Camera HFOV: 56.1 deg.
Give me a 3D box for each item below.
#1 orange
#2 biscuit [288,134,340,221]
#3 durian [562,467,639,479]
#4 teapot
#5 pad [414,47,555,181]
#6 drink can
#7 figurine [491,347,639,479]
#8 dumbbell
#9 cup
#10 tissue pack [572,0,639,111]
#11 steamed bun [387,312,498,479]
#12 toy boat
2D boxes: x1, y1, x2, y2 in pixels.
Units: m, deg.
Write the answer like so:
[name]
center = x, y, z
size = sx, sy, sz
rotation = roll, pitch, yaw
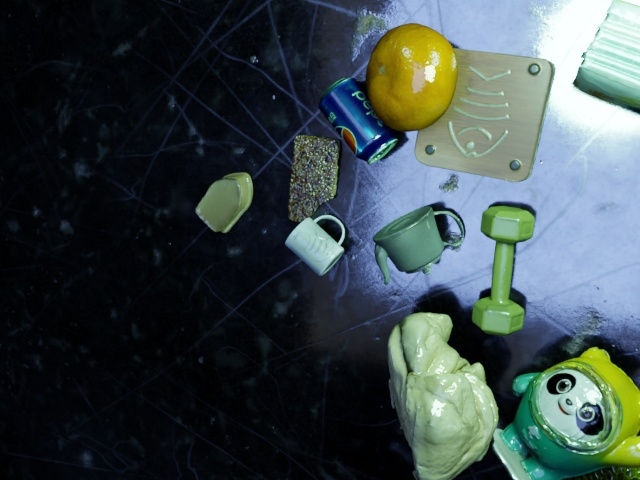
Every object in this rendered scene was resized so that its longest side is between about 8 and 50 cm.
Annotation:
[orange]
center = 0.210, -0.369, 1.370
size = 0.240, 0.171, 0.240
rotation = 7, 100, 52
[biscuit]
center = -0.020, -0.158, 1.599
size = 0.131, 0.026, 0.236
rotation = 11, 104, 22
[durian]
center = 0.711, 0.616, 1.391
size = 0.356, 0.157, 0.169
rotation = 3, 118, 22
[teapot]
center = 0.241, 0.014, 1.469
size = 0.239, 0.162, 0.149
rotation = -30, 98, -5
[pad]
center = 0.378, -0.296, 1.415
size = 0.287, 0.018, 0.283
rotation = 14, 106, 21
[drink can]
center = 0.093, -0.294, 1.476
size = 0.118, 0.118, 0.205
rotation = -41, 84, 24
[figurine]
center = 0.575, 0.415, 1.372
size = 0.340, 0.231, 0.323
rotation = -48, 45, 19
[dumbbell]
center = 0.429, 0.073, 1.417
size = 0.108, 0.121, 0.301
rotation = 16, 109, 49
[cup]
center = -0.005, 0.003, 1.586
size = 0.133, 0.099, 0.136
rotation = 43, 114, 10
[tissue pack]
center = 0.695, -0.298, 1.135
size = 0.388, 0.287, 0.162
rotation = 28, 106, 15
[steamed bun]
center = 0.287, 0.369, 1.425
size = 0.231, 0.372, 0.324
rotation = -11, 137, 1
[toy boat]
center = -0.265, -0.114, 1.689
size = 0.116, 0.061, 0.188
rotation = 44, 113, 9
